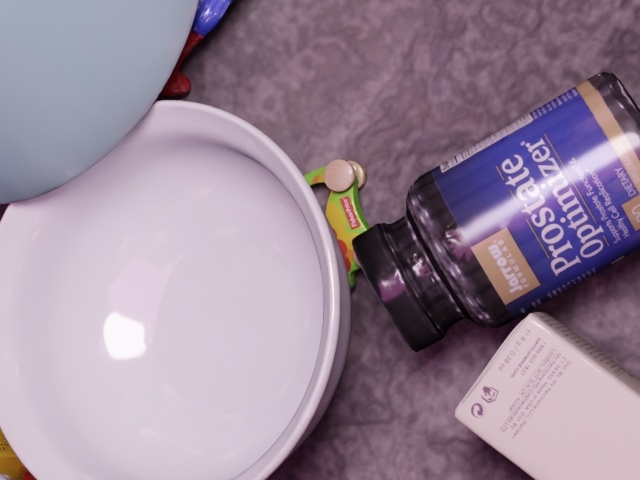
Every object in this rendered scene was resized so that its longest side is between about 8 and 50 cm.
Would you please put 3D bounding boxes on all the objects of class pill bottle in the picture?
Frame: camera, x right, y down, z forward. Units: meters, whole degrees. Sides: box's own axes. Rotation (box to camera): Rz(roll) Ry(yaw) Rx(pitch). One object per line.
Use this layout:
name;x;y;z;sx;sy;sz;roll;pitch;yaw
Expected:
pill bottle;0.138;-0.015;1.369;0.219;0.123;0.123;-31;82;6

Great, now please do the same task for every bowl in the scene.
bowl;-0.090;0.057;1.404;0.297;0.134;0.298;-4;81;28
bowl;-0.252;-0.197;1.392;0.311;0.163;0.312;-12;65;29

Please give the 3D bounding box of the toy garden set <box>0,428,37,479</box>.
toy garden set;-0.306;0.104;1.515;0.203;0.049;0.244;-1;87;15

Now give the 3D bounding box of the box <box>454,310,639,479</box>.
box;0.233;0.166;1.355;0.275;0.113;0.094;38;97;13

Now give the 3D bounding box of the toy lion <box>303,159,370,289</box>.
toy lion;0.000;0.000;1.456;0.096;0.034;0.100;-22;83;19

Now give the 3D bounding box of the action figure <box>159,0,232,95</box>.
action figure;-0.042;-0.244;1.451;0.091;0.139;0.280;43;120;8

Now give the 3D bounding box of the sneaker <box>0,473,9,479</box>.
sneaker;-0.244;0.302;1.447;0.094;0.091;0.258;-13;102;13
